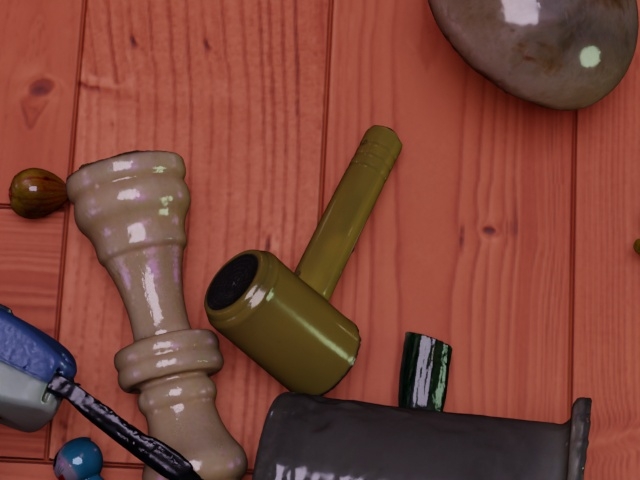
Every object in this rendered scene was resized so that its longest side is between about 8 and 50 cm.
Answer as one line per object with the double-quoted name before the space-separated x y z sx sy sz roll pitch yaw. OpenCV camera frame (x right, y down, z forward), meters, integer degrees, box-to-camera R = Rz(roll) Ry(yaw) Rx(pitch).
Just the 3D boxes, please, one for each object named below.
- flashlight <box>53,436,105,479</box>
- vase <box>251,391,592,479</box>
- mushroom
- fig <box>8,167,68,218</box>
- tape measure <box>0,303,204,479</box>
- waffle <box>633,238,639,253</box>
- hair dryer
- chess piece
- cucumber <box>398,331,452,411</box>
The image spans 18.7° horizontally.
"flashlight" -0.209 0.246 1.823 0.051 0.051 0.129 -27 81 -7
"vase" 0.088 0.236 1.742 0.291 0.245 0.245 9 76 6
"mushroom" 0.203 -0.223 1.890 0.226 0.178 0.226 17 45 -18
"fig" -0.264 -0.049 1.902 0.083 0.050 0.050 -8 75 -21
"tape measure" -0.270 0.127 1.783 0.351 0.215 0.098 29 77 -11
"waffle" 0.431 -0.010 1.881 0.228 0.051 0.231 29 89 2
"hair dryer" 0.000 0.000 1.856 0.135 0.090 0.279 41 61 -28
"chess piece" -0.143 0.117 1.826 0.117 0.117 0.397 -13 77 -4
"cucumber" 0.097 0.142 1.856 0.048 0.048 0.105 8 80 1
